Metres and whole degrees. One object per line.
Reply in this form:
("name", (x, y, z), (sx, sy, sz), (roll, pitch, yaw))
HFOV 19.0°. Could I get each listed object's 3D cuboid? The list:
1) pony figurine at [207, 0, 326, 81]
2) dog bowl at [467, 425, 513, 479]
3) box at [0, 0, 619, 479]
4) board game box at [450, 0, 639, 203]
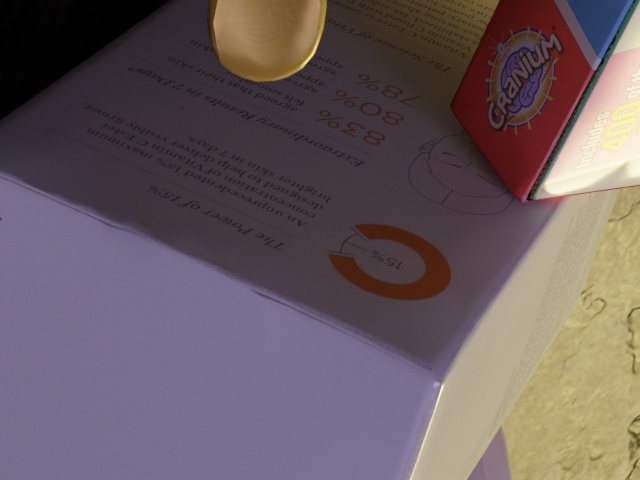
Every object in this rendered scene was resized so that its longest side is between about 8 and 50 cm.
("pony figurine", (0.023, -0.272, 0.739), (0.303, 0.363, 0.351), (6, 119, -7))
("dog bowl", (-0.003, 0.147, 1.091), (0.104, 0.265, 0.265), (-4, 126, -28))
("box", (0.000, 0.000, 0.892), (0.345, 0.215, 0.168), (-47, 157, -54))
("board game box", (0.236, -0.139, 0.821), (0.317, 0.064, 0.242), (-8, 138, -34))
